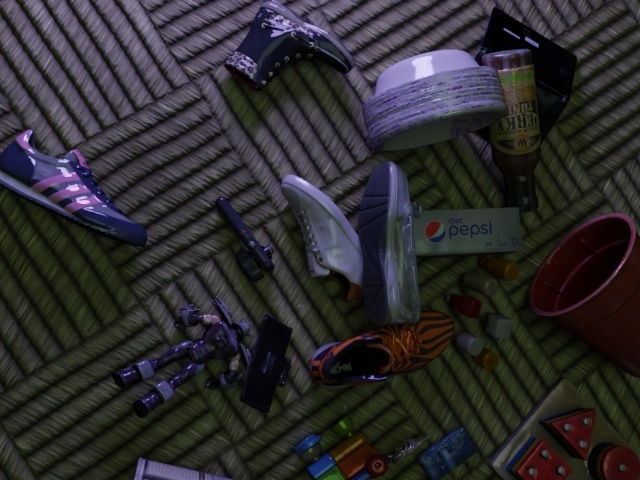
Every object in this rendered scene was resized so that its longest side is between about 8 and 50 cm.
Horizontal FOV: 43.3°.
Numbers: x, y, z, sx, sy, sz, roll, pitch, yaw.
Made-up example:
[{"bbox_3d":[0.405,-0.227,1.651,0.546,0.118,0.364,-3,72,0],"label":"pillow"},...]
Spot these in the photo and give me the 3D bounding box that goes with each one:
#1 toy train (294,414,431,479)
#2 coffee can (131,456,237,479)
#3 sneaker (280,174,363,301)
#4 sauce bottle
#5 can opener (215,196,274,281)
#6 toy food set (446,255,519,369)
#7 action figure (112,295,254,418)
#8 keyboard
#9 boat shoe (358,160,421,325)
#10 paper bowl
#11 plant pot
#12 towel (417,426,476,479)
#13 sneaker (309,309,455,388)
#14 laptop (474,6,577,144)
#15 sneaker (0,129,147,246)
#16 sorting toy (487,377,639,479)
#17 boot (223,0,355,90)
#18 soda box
[{"bbox_3d":[0.080,0.407,1.610,0.248,0.105,0.143,-33,77,-15],"label":"toy train"},{"bbox_3d":[-0.223,0.524,1.466,0.275,0.201,0.202,16,79,-9],"label":"coffee can"},{"bbox_3d":[0.000,0.000,1.636,0.123,0.106,0.290,-41,94,-17],"label":"sneaker"},{"bbox_3d":[0.417,-0.232,1.729,0.111,0.111,0.345,-14,103,-14],"label":"sauce bottle"},{"bbox_3d":[-0.155,-0.010,1.627,0.073,0.059,0.186,-32,90,-14],"label":"can opener"},{"bbox_3d":[0.334,0.149,1.714,0.111,0.104,0.232,4,100,-26],"label":"toy food set"},{"bbox_3d":[-0.249,0.223,1.558,0.285,0.099,0.185,-28,82,-28],"label":"action figure"},{"bbox_3d":[-0.101,0.247,1.599,0.108,0.023,0.180,36,60,-38],"label":"keyboard"},{"bbox_3d":[0.146,0.006,1.587,0.103,0.118,0.321,2,82,-28],"label":"boat shoe"},{"bbox_3d":[0.224,-0.287,1.634,0.284,0.284,0.148,-11,85,-14],"label":"paper bowl"},{"bbox_3d":[0.630,0.131,1.695,0.265,0.272,0.272,41,76,-13],"label":"plant pot"},{"bbox_3d":[0.264,0.444,1.675,0.119,0.029,0.067,-31,91,-15],"label":"towel"},{"bbox_3d":[0.144,0.224,1.600,0.321,0.180,0.125,-21,87,-14],"label":"sneaker"},{"bbox_3d":[0.435,-0.357,1.831,0.234,0.136,0.264,29,52,-8],"label":"laptop"},{"bbox_3d":[-0.460,-0.099,1.544,0.319,0.112,0.131,28,80,-9],"label":"sneaker"},{"bbox_3d":[0.535,0.471,1.701,0.257,0.089,0.255,46,76,-3],"label":"sorting toy"},{"bbox_3d":[-0.066,-0.373,1.685,0.236,0.085,0.179,34,79,0],"label":"boot"},{"bbox_3d":[0.276,-0.015,1.708,0.286,0.091,0.098,-3,85,-13],"label":"soda box"}]
